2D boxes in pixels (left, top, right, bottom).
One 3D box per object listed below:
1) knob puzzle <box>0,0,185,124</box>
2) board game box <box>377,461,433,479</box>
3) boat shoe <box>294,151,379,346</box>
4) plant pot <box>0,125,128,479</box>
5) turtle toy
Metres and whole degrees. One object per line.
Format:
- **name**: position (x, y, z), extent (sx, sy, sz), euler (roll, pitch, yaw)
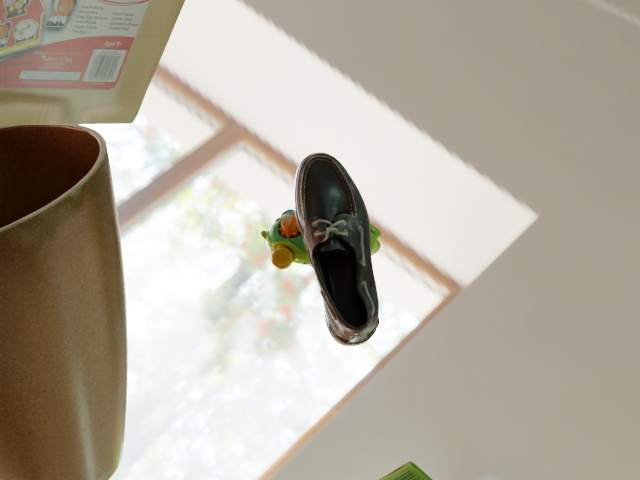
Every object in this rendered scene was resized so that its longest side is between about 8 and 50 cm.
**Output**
- **knob puzzle**: position (-0.131, -0.148, 0.716), extent (0.030, 0.213, 0.213), euler (40, -36, 30)
- **board game box**: position (0.078, 0.215, 0.842), extent (0.181, 0.092, 0.043), euler (37, -42, 38)
- **boat shoe**: position (0.021, 0.003, 1.451), extent (0.065, 0.075, 0.206), euler (108, -29, -79)
- **plant pot**: position (-0.239, 0.073, 1.073), extent (0.237, 0.237, 0.254), euler (9, -57, 42)
- **turtle toy**: position (0.000, 0.000, 1.540), extent (0.130, 0.095, 0.066), euler (10, -81, -5)
